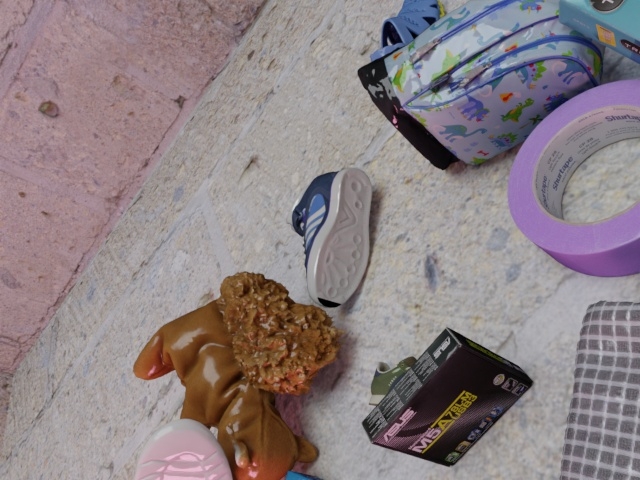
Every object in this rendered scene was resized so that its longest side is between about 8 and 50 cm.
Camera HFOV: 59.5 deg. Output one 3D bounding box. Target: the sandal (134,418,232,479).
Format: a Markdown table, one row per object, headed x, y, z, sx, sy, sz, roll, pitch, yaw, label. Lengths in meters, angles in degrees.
| x | y | z | sx | sy | sz | roll | pitch | yaw | label |
| --- | --- | --- | --- | --- | --- | --- | --- | --- | --- |
| -0.231 | 0.493 | 1.023 | 0.102 | 0.169 | 0.417 | -117 | 18 | -70 | sandal |

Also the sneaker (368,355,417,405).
| x | y | z | sx | sy | sz | roll | pitch | yaw | label |
| --- | --- | --- | --- | --- | --- | --- | --- | --- | --- |
| 0.155 | 0.236 | 0.937 | 0.192 | 0.064 | 0.086 | -19 | 57 | 49 | sneaker |

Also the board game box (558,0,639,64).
| x | y | z | sx | sy | sz | roll | pitch | yaw | label |
| --- | --- | --- | --- | --- | --- | --- | --- | --- | --- |
| 0.522 | -0.319 | 0.697 | 0.336 | 0.079 | 0.254 | 40 | 101 | 22 | board game box |

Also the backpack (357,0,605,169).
| x | y | z | sx | sy | sz | roll | pitch | yaw | label |
| --- | --- | --- | --- | --- | --- | --- | --- | --- | --- |
| 0.296 | -0.284 | 0.970 | 0.355 | 0.290 | 0.274 | -39 | 48 | 19 | backpack |

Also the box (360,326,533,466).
| x | y | z | sx | sy | sz | roll | pitch | yaw | label |
| --- | --- | --- | --- | --- | --- | --- | --- | --- | --- |
| 0.183 | 0.231 | 0.800 | 0.191 | 0.184 | 0.045 | -51 | 37 | 13 | box |

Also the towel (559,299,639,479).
| x | y | z | sx | sy | sz | roll | pitch | yaw | label |
| --- | --- | --- | --- | --- | --- | --- | --- | --- | --- |
| 0.407 | 0.182 | 0.587 | 0.283 | 0.121 | 0.235 | -9 | 58 | 54 | towel |

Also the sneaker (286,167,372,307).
| x | y | z | sx | sy | sz | roll | pitch | yaw | label |
| --- | --- | --- | --- | --- | --- | --- | --- | --- | --- |
| 0.000 | -0.001 | 1.272 | 0.236 | 0.130 | 0.323 | -15 | 59 | 59 | sneaker |

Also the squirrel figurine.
| x | y | z | sx | sy | sz | roll | pitch | yaw | label |
| --- | --- | --- | --- | --- | --- | --- | --- | --- | --- |
| -0.141 | 0.280 | 1.120 | 0.397 | 0.280 | 0.370 | -53 | 41 | 16 | squirrel figurine |

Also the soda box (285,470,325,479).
| x | y | z | sx | sy | sz | roll | pitch | yaw | label |
| --- | --- | --- | --- | --- | --- | --- | --- | --- | --- |
| -0.043 | 0.525 | 0.983 | 0.067 | 0.071 | 0.210 | -7 | 61 | 50 | soda box |

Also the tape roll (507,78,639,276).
| x | y | z | sx | sy | sz | roll | pitch | yaw | label |
| --- | --- | --- | --- | --- | --- | --- | --- | --- | --- |
| 0.417 | -0.090 | 0.811 | 0.274 | 0.090 | 0.275 | -32 | 44 | 37 | tape roll |

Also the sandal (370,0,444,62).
| x | y | z | sx | sy | sz | roll | pitch | yaw | label |
| --- | --- | --- | --- | --- | --- | --- | --- | --- | --- |
| 0.203 | -0.485 | 1.326 | 0.126 | 0.138 | 0.318 | -16 | 53 | 49 | sandal |
